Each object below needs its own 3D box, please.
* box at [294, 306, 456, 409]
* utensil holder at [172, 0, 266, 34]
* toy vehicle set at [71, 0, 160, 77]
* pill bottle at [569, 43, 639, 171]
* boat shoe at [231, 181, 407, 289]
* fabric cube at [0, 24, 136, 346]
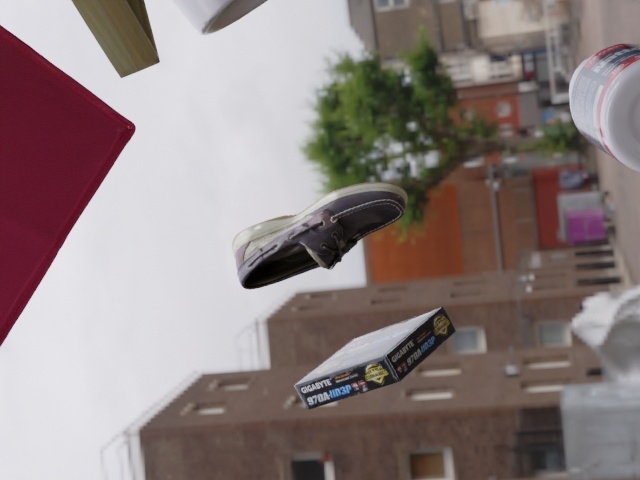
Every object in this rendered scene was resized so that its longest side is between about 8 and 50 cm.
[{"bbox_3d":[0.087,0.192,1.988,0.175,0.220,0.051,-34,-83,-45],"label":"box"},{"bbox_3d":[-0.125,-0.468,1.355,0.385,0.327,0.327,54,-163,-6],"label":"utensil holder"},{"bbox_3d":[-0.194,-0.263,0.901,0.267,0.035,0.166,64,-173,-58],"label":"toy vehicle set"},{"bbox_3d":[0.295,-0.130,1.160,0.180,0.107,0.108,-105,6,-75],"label":"pill bottle"},{"bbox_3d":[0.000,0.000,1.816,0.103,0.285,0.092,49,-152,-50],"label":"boat shoe"},{"bbox_3d":[-0.368,-0.065,1.083,0.254,0.258,0.259,38,-105,-29],"label":"fabric cube"}]
